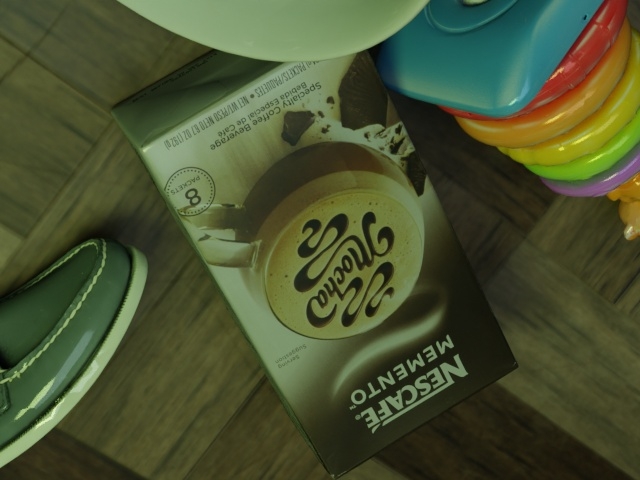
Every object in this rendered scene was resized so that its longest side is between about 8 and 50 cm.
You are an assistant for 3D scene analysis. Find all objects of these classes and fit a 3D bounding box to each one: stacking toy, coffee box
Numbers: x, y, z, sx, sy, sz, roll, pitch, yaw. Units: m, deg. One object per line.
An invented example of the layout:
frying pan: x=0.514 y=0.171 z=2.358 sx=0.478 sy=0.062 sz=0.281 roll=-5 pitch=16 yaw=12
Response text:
stacking toy: x=0.196 y=-0.096 z=0.996 sx=0.302 sy=0.166 sz=0.175 roll=43 pitch=78 yaw=-38
coffee box: x=0.000 y=0.000 z=0.967 sx=0.168 sy=0.119 sz=0.297 roll=-32 pitch=116 yaw=-6

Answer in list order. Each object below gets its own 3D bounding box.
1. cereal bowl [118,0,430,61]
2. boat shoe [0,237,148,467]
cereal bowl: x=-0.048 y=-0.274 z=0.770 sx=0.339 sy=0.339 sz=0.141 roll=52 pitch=52 yaw=-26
boat shoe: x=-0.256 y=0.102 z=0.922 sx=0.319 sy=0.116 sz=0.099 roll=-42 pitch=120 yaw=5
